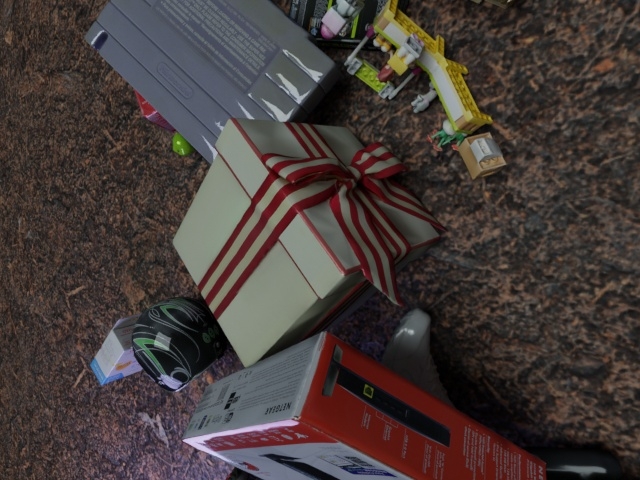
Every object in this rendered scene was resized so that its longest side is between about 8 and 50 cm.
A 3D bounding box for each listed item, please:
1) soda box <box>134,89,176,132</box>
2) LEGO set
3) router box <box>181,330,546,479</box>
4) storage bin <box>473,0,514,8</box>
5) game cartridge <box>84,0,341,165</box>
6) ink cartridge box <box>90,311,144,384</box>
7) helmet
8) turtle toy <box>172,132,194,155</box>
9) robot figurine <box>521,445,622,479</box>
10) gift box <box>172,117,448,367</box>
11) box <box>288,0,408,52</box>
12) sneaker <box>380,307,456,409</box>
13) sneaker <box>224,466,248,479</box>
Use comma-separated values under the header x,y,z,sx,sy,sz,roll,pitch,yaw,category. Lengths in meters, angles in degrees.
x,y,z,sx,sy,sz,roll,pitch,yaw,category
-0.180,-0.285,0.676,0.263,0.083,0.092,-22,84,13,soda box
0.118,-0.191,0.530,0.287,0.132,0.107,47,137,-5,LEGO set
0.026,0.254,0.489,0.301,0.082,0.335,34,140,-15,router box
0.161,-0.433,0.420,0.260,0.123,0.262,30,114,4,storage bin
-0.165,-0.276,0.600,0.355,0.068,0.230,45,97,10,game cartridge
-0.436,0.244,0.928,0.061,0.104,0.181,50,118,18,ink cartridge box
-0.279,0.190,0.789,0.169,0.169,0.161,-36,91,30,helmet
-0.233,-0.213,0.772,0.130,0.066,0.095,-42,73,29,turtle toy
0.288,0.367,0.437,0.278,0.174,0.209,-20,94,33,robot figurine
0.000,0.000,0.546,0.276,0.255,0.258,50,127,15,gift box
0.046,-0.384,0.590,0.184,0.045,0.190,18,104,28,box
0.143,0.207,0.572,0.115,0.090,0.232,14,112,24,sneaker
-0.145,0.569,0.796,0.125,0.104,0.261,8,104,14,sneaker
